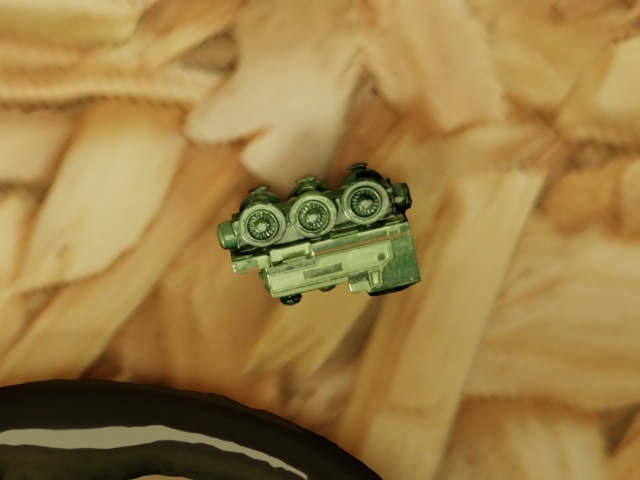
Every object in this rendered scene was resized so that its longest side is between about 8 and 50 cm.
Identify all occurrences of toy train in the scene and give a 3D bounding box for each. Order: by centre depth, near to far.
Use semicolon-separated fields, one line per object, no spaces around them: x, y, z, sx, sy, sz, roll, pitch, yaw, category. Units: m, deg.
0.000;0.000;0.753;0.083;0.033;0.053;-14;108;-1;toy train

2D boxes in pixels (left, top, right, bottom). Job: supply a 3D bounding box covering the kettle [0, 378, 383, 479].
-0.088;0.215;0.724;0.324;0.228;0.321;11;77;-3;kettle
